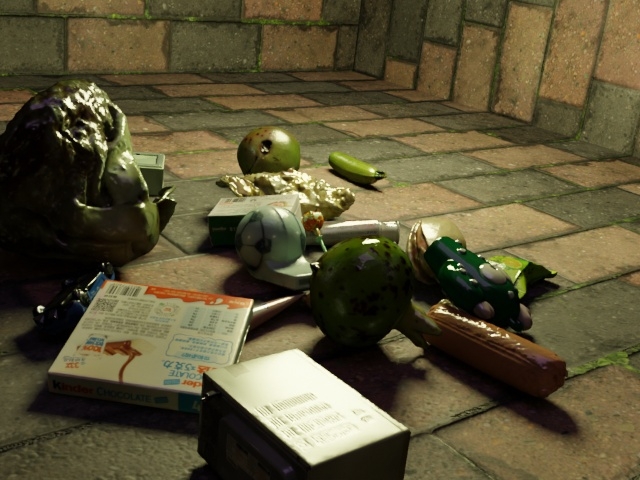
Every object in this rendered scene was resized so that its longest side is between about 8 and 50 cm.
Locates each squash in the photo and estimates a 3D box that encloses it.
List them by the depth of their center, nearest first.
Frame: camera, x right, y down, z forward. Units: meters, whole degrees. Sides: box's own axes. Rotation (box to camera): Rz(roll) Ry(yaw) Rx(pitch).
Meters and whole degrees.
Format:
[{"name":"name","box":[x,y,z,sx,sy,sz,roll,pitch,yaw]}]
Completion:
[{"name":"squash","box":[0.106,-0.214,2.472,0.066,0.066,0.252,-9,25,-35]}]

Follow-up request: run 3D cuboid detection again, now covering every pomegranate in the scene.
[{"name":"pomegranate","box":[0.096,0.103,1.466,0.263,0.211,0.211,31,20,-5]},{"name":"pomegranate","box":[-0.133,-0.227,2.321,0.179,0.179,0.210,23,-5,37]}]

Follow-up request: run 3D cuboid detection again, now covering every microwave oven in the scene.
[{"name":"microwave oven","box":[-0.035,0.267,1.055,0.194,0.145,0.240,-13,28,-36]}]

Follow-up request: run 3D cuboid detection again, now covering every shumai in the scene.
[{"name":"shumai","box":[-0.467,-0.095,1.652,0.348,0.395,0.395,32,26,8]}]

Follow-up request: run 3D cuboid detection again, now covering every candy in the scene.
[{"name":"candy","box":[0.422,0.073,1.811,0.149,0.069,0.246,16,22,29]},{"name":"candy","box":[0.000,0.000,1.858,0.049,0.055,0.184,45,17,-47]}]

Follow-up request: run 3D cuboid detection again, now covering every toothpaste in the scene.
[{"name":"toothpaste","box":[-0.106,0.134,1.521,0.067,0.043,0.194,-25,-2,38]},{"name":"toothpaste","box":[0.025,-0.017,1.940,0.323,0.066,0.100,-1,26,-4]}]

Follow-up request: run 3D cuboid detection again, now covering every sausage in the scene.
[{"name":"sausage","box":[0.298,0.191,1.435,0.086,0.086,0.289,-14,28,-43]}]

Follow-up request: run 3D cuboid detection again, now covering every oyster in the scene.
[{"name":"oyster","box":[-0.086,-0.118,2.091,0.351,0.114,0.238,8,21,4]}]

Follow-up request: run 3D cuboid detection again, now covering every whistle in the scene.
[{"name":"whistle","box":[-0.086,0.006,1.695,0.163,0.163,0.290,-7,11,-33]}]

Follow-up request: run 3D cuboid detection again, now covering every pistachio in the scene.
[{"name":"pistachio","box":[0.251,0.021,1.801,0.144,0.144,0.215,11,19,11]}]

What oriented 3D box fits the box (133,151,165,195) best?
[{"name":"box","box":[-0.532,-0.184,2.172,0.225,0.086,0.129,3,21,-10]}]

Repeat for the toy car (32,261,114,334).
[{"name":"toy car","box":[-0.431,0.103,1.458,0.103,0.063,0.216,-23,15,15]}]

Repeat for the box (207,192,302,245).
[{"name":"box","box":[-0.150,-0.049,1.893,0.199,0.081,0.135,-5,20,10]}]

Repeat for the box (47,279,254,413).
[{"name":"box","box":[-0.265,0.168,1.330,0.273,0.048,0.265,9,30,3]}]

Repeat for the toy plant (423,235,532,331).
[{"name":"toy plant","box":[0.310,0.093,1.590,0.232,0.112,0.243,23,23,-33]}]

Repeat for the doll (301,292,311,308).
[{"name":"doll","box":[0.002,0.110,1.604,0.061,0.051,0.093,-20,16,18]}]

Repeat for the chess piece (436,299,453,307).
[{"name":"chess piece","box":[0.268,0.153,1.607,0.035,0.035,0.092,-6,28,-30]}]
